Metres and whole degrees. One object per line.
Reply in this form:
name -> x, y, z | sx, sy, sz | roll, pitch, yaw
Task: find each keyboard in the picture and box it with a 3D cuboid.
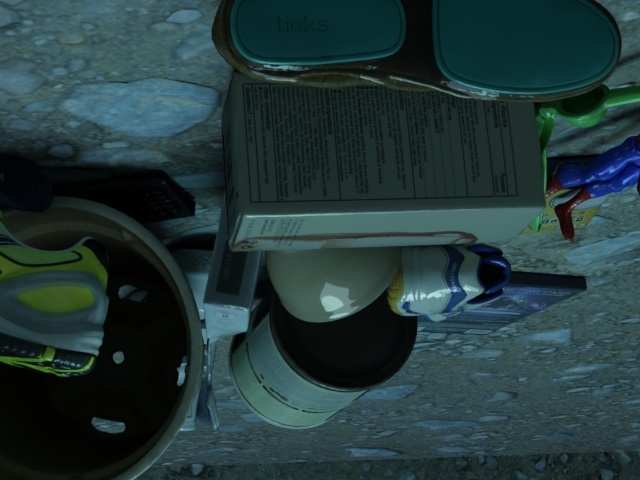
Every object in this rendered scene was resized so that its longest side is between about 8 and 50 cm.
keyboard -> -0.304, -0.016, 1.688 | 0.317, 0.033, 0.201 | -8, 162, 13

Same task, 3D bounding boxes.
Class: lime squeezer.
lime squeezer -> 0.267, -0.109, 1.447 | 0.059, 0.110, 0.310 | -35, 175, -38

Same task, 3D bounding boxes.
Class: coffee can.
coffee can -> -0.004, 0.142, 1.984 | 0.202, 0.201, 0.275 | 0, 162, -17

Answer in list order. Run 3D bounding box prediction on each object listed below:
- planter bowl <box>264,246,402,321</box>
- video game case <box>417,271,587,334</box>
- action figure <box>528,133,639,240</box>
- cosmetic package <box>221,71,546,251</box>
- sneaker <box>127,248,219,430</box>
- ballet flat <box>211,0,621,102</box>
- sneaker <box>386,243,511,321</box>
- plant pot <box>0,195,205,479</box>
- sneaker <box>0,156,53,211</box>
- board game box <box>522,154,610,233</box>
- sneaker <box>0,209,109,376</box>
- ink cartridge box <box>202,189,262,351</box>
planter bowl -> 0.000, 0.000, 1.653 | 0.162, 0.162, 0.109 | -13, 135, 23
video game case -> 0.257, 0.101, 2.225 | 0.196, 0.026, 0.274 | 5, 159, -28
action figure -> 0.346, -0.060, 1.518 | 0.092, 0.139, 0.280 | 13, 141, -34
cosmetic package -> 0.057, -0.078, 1.399 | 0.296, 0.153, 0.129 | -1, 164, -10
sneaker -> -0.179, 0.146, 1.934 | 0.137, 0.210, 0.366 | 2, 161, -22
ballet flat -> 0.076, -0.172, 1.204 | 0.343, 0.116, 0.124 | -2, -178, -9
sneaker -> 0.185, 0.052, 1.802 | 0.131, 0.111, 0.296 | -3, -177, 20
plant pot -> -0.271, 0.133, 1.667 | 0.334, 0.333, 0.305 | -7, 173, 7
sneaker -> -0.354, -0.061, 1.501 | 0.144, 0.053, 0.059 | 16, 156, -32
board game box -> 0.216, -0.049, 1.710 | 0.243, 0.042, 0.165 | -4, 162, -5
sneaker -> -0.404, 0.026, 1.480 | 0.385, 0.147, 0.145 | 17, 164, -3
ink cartridge box -> -0.090, 0.016, 1.587 | 0.066, 0.189, 0.232 | 8, 162, 3
